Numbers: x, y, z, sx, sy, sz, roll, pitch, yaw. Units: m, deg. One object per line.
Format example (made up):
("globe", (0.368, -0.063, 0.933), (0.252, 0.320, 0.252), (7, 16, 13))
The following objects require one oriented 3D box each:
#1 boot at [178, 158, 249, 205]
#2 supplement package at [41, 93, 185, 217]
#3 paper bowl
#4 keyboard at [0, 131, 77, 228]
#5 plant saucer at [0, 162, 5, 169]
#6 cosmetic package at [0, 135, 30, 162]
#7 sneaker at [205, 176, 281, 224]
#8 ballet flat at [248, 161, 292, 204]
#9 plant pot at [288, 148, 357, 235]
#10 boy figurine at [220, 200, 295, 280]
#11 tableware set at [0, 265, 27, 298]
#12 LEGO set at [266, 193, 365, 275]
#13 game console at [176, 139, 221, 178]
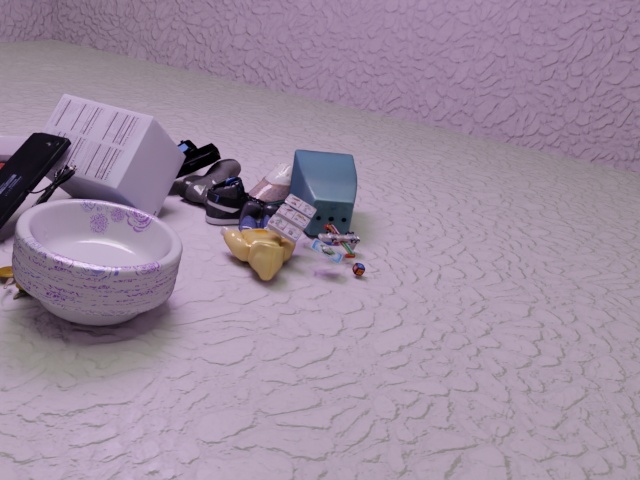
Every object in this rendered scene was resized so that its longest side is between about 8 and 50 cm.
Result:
("boot", (-0.263, -0.144, 1.744), (0.161, 0.083, 0.246), (24, 35, 22))
("supplement package", (-0.515, -0.199, 1.518), (0.262, 0.198, 0.199), (17, -17, 17))
("paper bowl", (-0.405, 0.046, 1.130), (0.284, 0.148, 0.284), (15, 24, -7))
("keyboard", (-0.647, -0.106, 1.350), (0.201, 0.033, 0.317), (15, 62, 25))
("plant saucer", (-0.895, -0.170, 1.544), (0.258, 0.048, 0.259), (6, 10, -6))
("cosmetic package", (-0.921, -0.251, 1.719), (0.239, 0.061, 0.099), (-1, -9, -20))
("sneaker", (-0.187, -0.106, 1.609), (0.216, 0.121, 0.079), (-4, 27, -27))
("ballet flat", (-0.084, -0.182, 1.838), (0.316, 0.106, 0.107), (-16, 33, -43))
("plant pot", (0.014, -0.116, 1.660), (0.165, 0.166, 0.234), (4, 30, -11))
("boy figurine", (-0.142, -0.001, 1.427), (0.177, 0.092, 0.285), (11, 20, -11))
("tableware set", (-0.585, 0.078, 1.181), (0.154, 0.024, 0.104), (1, 21, -14))
("LEGO set", (0.000, 0.000, 1.459), (0.244, 0.060, 0.182), (30, 30, -1))
("game console", (-0.426, -0.245, 1.863), (0.213, 0.044, 0.361), (-25, 22, -11))
